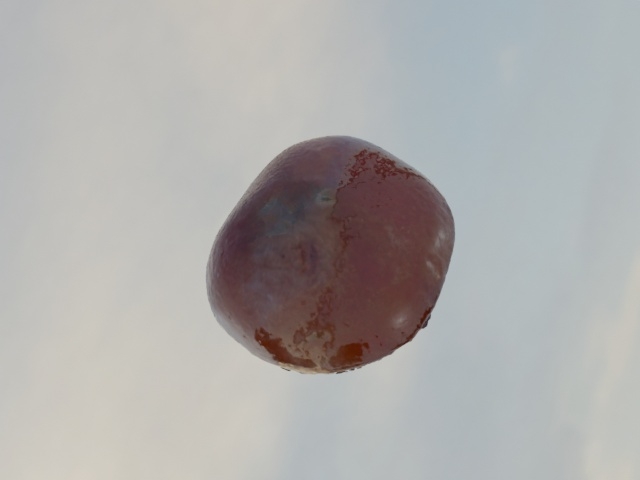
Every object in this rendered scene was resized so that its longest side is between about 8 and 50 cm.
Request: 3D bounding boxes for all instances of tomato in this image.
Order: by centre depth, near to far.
[{"bbox_3d":[0.000,0.000,1.030,0.155,0.155,0.069,-67,-32,-23],"label":"tomato"}]
